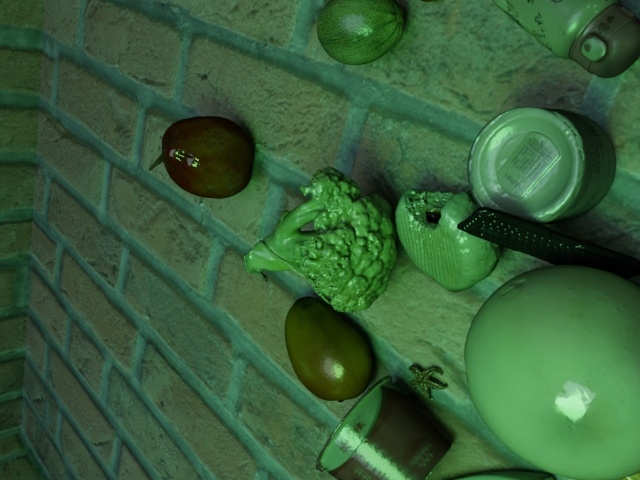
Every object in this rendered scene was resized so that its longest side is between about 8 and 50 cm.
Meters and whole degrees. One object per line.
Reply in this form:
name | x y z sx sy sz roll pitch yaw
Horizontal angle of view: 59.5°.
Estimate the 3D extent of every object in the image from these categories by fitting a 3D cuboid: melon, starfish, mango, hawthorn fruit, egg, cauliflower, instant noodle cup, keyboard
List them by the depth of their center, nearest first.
egg | 0.344 0.177 0.763 0.282 0.345 0.283 1 96 7
keyboard | 0.336 0.011 0.821 0.106 0.262 0.016 115 174 -71
melon | 0.069 -0.407 1.068 0.192 0.139 0.139 5 100 40
instant noodle cup | 0.130 0.410 1.090 0.178 0.234 0.235 37 121 22
cauliflower | 0.022 -0.007 1.094 0.281 0.260 0.327 22 139 34
starfish | 0.207 0.281 1.119 0.078 0.028 0.091 57 134 18
mango | 0.008 0.245 1.232 0.254 0.139 0.176 42 111 41
hawthorn fruit | -0.293 -0.201 1.363 0.210 0.262 0.211 7 101 40

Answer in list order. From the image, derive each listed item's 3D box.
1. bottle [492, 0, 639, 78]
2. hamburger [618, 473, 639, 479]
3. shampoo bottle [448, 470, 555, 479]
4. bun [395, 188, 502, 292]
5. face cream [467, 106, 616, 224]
bottle | 0.364 -0.332 0.817 0.233 0.109 0.110 54 128 24
hamburger | 0.497 0.370 0.792 0.181 0.117 0.191 -36 68 44
shampoo bottle | 0.282 0.514 1.048 0.359 0.078 0.134 -35 69 41
bun | 0.232 -0.020 0.980 0.212 0.126 0.204 47 151 35
face cream | 0.334 -0.111 0.850 0.177 0.152 0.178 8 101 42
